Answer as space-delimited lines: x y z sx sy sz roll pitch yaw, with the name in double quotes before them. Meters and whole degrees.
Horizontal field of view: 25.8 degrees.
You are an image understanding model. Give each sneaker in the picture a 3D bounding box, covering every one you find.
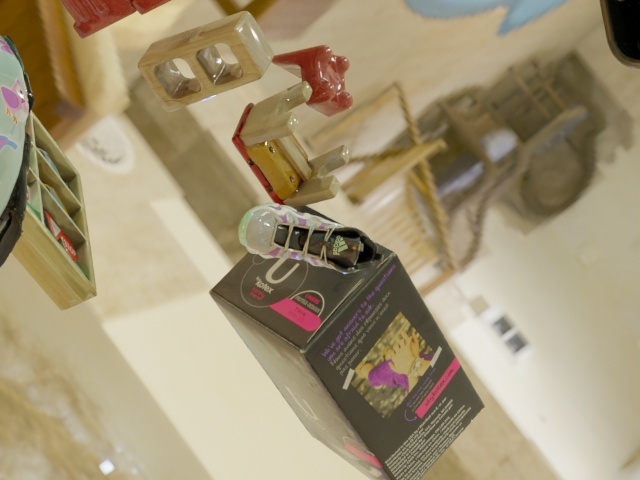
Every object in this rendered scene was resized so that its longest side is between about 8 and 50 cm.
"sneaker" 0.000 0.000 0.918 0.098 0.038 0.069 7 -176 -41

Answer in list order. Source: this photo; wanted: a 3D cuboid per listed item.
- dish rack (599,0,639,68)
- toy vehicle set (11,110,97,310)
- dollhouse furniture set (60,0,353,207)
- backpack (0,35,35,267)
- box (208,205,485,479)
"dish rack" 0.289 -0.225 0.809 0.271 0.208 0.074 -17 165 34
"toy vehicle set" -0.273 -0.081 1.164 0.035 0.166 0.267 -25 135 7
"dollhouse furniture set" -0.111 -0.221 1.394 0.152 0.374 0.201 -15 -146 29
"backpack" -0.198 -0.023 0.536 0.182 0.152 0.115 -24 157 27
"box" 0.032 0.117 1.461 0.143 0.165 0.270 -45 132 -16
